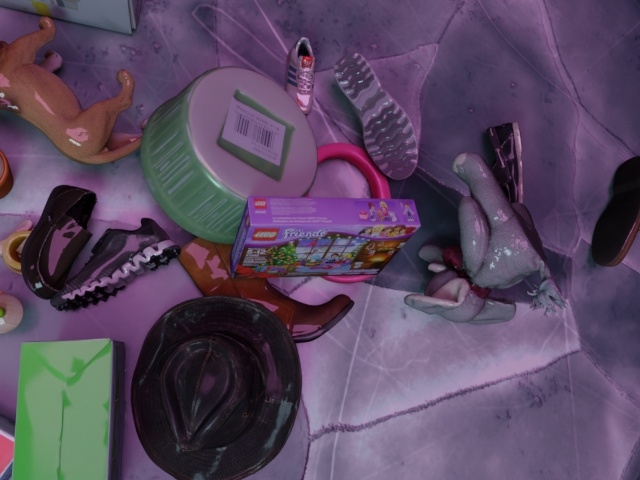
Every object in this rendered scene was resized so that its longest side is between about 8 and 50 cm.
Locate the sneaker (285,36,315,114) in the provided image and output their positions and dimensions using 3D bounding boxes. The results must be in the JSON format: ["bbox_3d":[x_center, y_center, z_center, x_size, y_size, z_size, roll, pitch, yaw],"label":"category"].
[{"bbox_3d":[-0.040,-0.346,1.140,0.057,0.075,0.161,1,79,-15],"label":"sneaker"}]

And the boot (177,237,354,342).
[{"bbox_3d":[-0.102,0.080,1.051,0.264,0.096,0.280,-27,80,-11],"label":"boot"}]

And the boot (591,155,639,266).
[{"bbox_3d":[0.743,-0.051,1.293,0.115,0.112,0.305,37,69,-17],"label":"boot"}]

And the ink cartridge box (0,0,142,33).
[{"bbox_3d":[-0.523,-0.584,1.006,0.384,0.160,0.279,8,77,-14],"label":"ink cartridge box"}]

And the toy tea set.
[{"bbox_3d":[-0.566,-0.011,0.899,0.200,0.124,0.336,-32,89,-19],"label":"toy tea set"}]

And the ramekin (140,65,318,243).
[{"bbox_3d":[-0.149,-0.158,0.977,0.303,0.148,0.304,16,63,-34],"label":"ramekin"}]

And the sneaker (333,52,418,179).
[{"bbox_3d":[0.130,-0.260,1.151,0.105,0.115,0.281,-25,85,14],"label":"sneaker"}]

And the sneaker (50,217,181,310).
[{"bbox_3d":[-0.376,0.036,0.973,0.234,0.078,0.106,-30,76,-14],"label":"sneaker"}]

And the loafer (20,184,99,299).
[{"bbox_3d":[-0.435,-0.007,0.923,0.078,0.080,0.220,-9,60,16],"label":"loafer"}]

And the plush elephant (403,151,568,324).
[{"bbox_3d":[0.302,0.050,1.082,0.272,0.255,0.330,29,37,-44],"label":"plush elephant"}]

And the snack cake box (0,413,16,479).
[{"bbox_3d":[-0.591,0.386,0.832,0.152,0.089,0.264,34,72,-5],"label":"snack cake box"}]

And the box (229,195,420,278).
[{"bbox_3d":[0.000,0.000,0.957,0.293,0.201,0.057,-1,62,-18],"label":"box"}]

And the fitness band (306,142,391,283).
[{"bbox_3d":[0.048,-0.058,1.120,0.209,0.054,0.291,-4,81,-17],"label":"fitness band"}]

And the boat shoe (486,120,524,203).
[{"bbox_3d":[0.424,-0.152,1.245,0.079,0.084,0.233,-5,87,20],"label":"boat shoe"}]

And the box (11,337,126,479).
[{"bbox_3d":[-0.372,0.286,0.839,0.126,0.231,0.262,1,79,-16],"label":"box"}]

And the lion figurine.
[{"bbox_3d":[-0.470,-0.234,0.945,0.392,0.142,0.240,30,53,-1],"label":"lion figurine"}]

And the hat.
[{"bbox_3d":[-0.185,0.255,0.900,0.331,0.134,0.331,0,85,2],"label":"hat"}]
